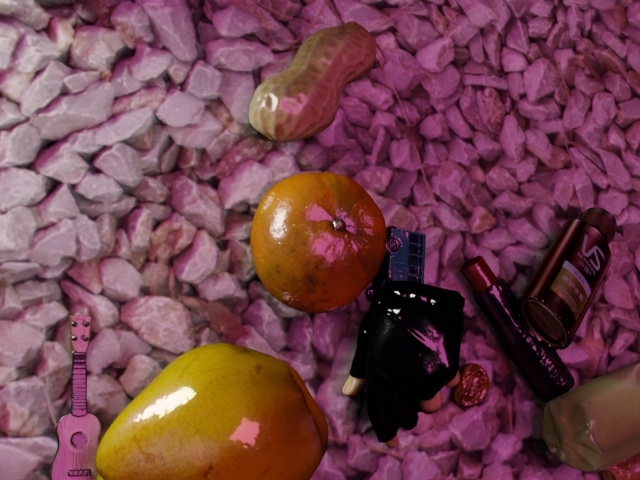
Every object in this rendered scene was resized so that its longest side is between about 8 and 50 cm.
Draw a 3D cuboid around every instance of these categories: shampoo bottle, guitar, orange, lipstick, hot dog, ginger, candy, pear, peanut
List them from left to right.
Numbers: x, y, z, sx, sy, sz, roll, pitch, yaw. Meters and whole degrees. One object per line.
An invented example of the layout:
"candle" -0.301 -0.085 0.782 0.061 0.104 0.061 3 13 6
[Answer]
"guitar" -0.366 0.244 1.446 0.084 0.038 0.271 2 80 -23
"pear" -0.156 0.307 1.398 0.285 0.285 0.336 45 79 -7
"peanut" -0.004 -0.278 1.678 0.298 0.120 0.136 -51 123 -25
"orange" 0.000 0.000 1.582 0.240 0.171 0.240 5 78 -22
"hot dog" 0.269 0.257 1.707 0.058 0.035 0.083 34 67 -16
"lipstick" 0.354 0.158 1.740 0.081 0.081 0.299 -36 95 -25
"shampoo bottle" 0.465 0.055 1.765 0.129 0.084 0.323 50 48 -8
"candy" 0.552 0.308 1.733 0.343 0.142 0.132 -14 105 -36
"ginger" 0.590 0.416 1.780 0.205 0.081 0.115 -37 77 -19

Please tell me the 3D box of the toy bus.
"toy bus" 0.136 0.064 1.675 0.092 0.079 0.160 11 73 -20

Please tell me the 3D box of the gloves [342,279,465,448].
"gloves" 0.133 0.208 1.572 0.152 0.197 0.301 -45 141 -51
